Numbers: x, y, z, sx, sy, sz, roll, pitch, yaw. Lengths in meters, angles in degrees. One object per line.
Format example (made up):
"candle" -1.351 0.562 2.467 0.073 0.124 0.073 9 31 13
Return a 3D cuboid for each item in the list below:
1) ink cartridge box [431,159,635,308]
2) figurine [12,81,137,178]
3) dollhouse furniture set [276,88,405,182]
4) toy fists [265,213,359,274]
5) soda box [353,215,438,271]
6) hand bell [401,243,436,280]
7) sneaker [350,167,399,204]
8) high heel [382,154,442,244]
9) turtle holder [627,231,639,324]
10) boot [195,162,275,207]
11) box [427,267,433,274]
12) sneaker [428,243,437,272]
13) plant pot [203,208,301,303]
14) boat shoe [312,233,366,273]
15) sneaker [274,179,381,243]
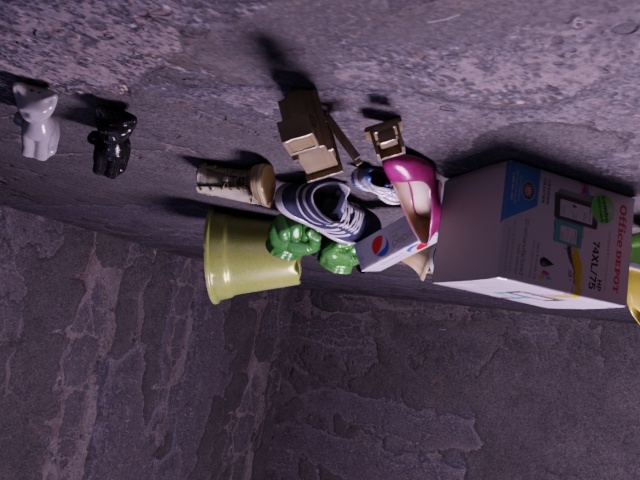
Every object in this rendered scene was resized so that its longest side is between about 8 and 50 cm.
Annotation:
"ink cartridge box" 0.371 0.001 1.163 0.270 0.198 0.197 12 170 -21
"figurine" -0.438 -0.203 1.173 0.215 0.092 0.209 14 162 -19
"dollhouse furniture set" 0.030 -0.173 0.912 0.161 0.101 0.182 -16 167 6
"toy fists" 0.000 0.000 1.711 0.279 0.096 0.142 15 126 -18
"soda box" 0.179 -0.002 1.472 0.216 0.069 0.074 -30 158 38
"hand bell" 0.185 0.006 1.773 0.242 0.126 0.126 22 172 8
"sneaker" 0.126 -0.104 1.245 0.135 0.052 0.058 14 166 -27
"high heel" 0.162 -0.073 1.179 0.082 0.117 0.244 6 170 23
"turtle holder" 0.665 0.078 1.222 0.320 0.227 0.243 11 171 -11
"boot" -0.179 -0.123 1.373 0.165 0.077 0.213 12 173 0
"box" 0.450 0.077 1.960 0.216 0.060 0.270 13 170 -15
"sneaker" 0.434 0.065 1.712 0.321 0.126 0.127 13 168 -30
"plant pot" -0.185 0.043 1.905 0.253 0.276 0.276 -1 170 2
"boat shoe" 0.117 0.037 1.897 0.340 0.113 0.127 16 169 -35
"sneaker" 0.052 -0.058 1.448 0.282 0.099 0.153 19 169 -31
